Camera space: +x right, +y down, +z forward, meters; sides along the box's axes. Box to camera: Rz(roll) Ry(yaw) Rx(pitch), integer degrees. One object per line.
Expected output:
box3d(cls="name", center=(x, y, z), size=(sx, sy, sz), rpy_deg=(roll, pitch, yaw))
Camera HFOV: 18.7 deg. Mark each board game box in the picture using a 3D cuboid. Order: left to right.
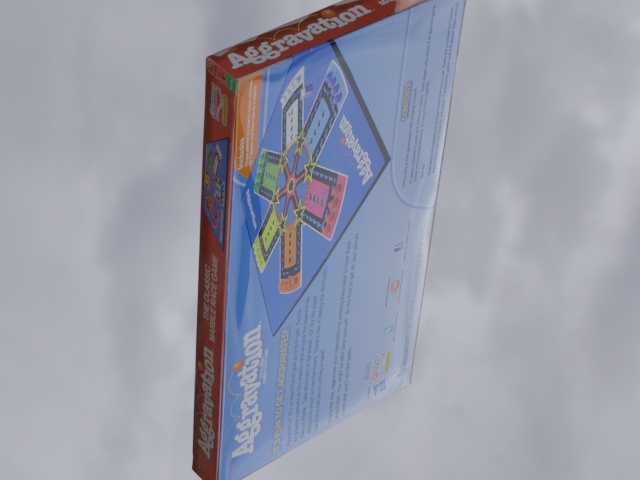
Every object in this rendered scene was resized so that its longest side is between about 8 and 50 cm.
box3d(cls="board game box", center=(0.000, 0.000, 1.004), size=(0.027, 0.145, 0.281), rpy_deg=(40, -38, 33))
